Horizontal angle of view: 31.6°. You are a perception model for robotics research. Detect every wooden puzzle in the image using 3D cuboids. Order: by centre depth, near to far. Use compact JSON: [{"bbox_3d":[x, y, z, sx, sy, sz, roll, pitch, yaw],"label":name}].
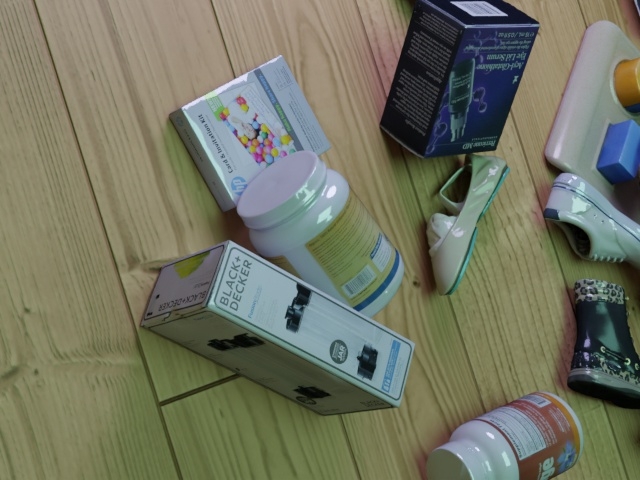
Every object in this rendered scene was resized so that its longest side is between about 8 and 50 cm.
[{"bbox_3d":[0.559,-0.167,1.933,0.348,0.080,0.322,36,60,-23],"label":"wooden puzzle"}]

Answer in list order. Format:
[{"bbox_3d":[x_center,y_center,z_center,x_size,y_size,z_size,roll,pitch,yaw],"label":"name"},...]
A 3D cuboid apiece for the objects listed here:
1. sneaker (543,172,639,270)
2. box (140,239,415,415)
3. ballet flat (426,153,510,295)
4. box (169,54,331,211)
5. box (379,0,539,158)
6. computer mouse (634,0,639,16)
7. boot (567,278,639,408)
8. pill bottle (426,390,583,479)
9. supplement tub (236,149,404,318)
[{"bbox_3d":[0.452,-0.003,1.823,0.258,0.094,0.091,35,81,-20],"label":"sneaker"},{"bbox_3d":[-0.050,0.114,1.372,0.290,0.169,0.087,29,63,-26],"label":"box"},{"bbox_3d":[0.198,-0.032,1.652,0.086,0.086,0.248,41,57,-21],"label":"ballet flat"},{"bbox_3d":[-0.089,-0.143,1.488,0.186,0.038,0.145,-34,99,-35],"label":"box"},{"bbox_3d":[0.195,-0.232,1.606,0.153,0.108,0.207,-10,128,-36],"label":"box"},{"bbox_3d":[0.595,-0.403,2.022,0.106,0.042,0.193,-18,89,-64],"label":"computer mouse"},{"bbox_3d":[0.485,0.169,1.796,0.236,0.085,0.179,18,66,-33],"label":"boot"},{"bbox_3d":[0.255,0.297,1.575,0.216,0.121,0.121,-16,88,-37],"label":"pill bottle"},{"bbox_3d":[0.000,0.000,1.432,0.200,0.144,0.144,53,54,-27],"label":"supplement tub"}]
